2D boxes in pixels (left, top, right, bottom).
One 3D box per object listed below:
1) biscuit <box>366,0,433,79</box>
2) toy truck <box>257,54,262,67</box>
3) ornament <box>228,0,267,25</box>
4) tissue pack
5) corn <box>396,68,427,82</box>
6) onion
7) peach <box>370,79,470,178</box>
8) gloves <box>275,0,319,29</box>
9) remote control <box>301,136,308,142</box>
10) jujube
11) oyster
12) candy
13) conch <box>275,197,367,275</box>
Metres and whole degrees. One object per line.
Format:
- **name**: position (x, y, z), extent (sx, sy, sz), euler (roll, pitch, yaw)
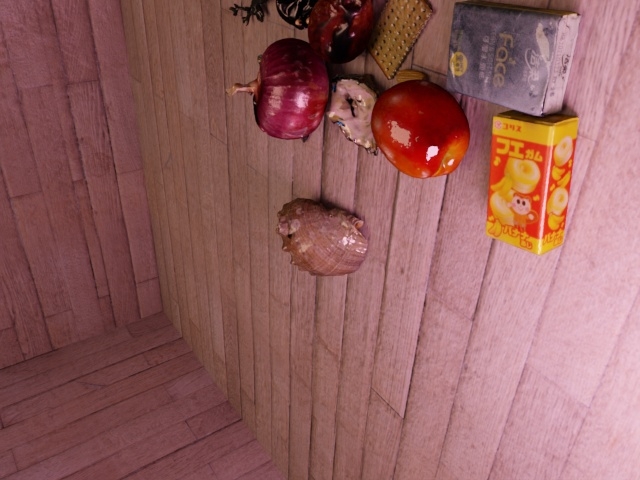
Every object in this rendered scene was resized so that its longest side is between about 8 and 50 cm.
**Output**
- **biscuit**: position (0.189, -0.519, 1.409), extent (0.139, 0.016, 0.231), euler (61, 148, 18)
- **toy truck**: position (-0.118, -0.543, 1.829), extent (0.191, 0.085, 0.116), euler (22, 129, 50)
- **ornament**: position (-0.230, -0.814, 1.859), extent (0.236, 0.080, 0.202), euler (-28, 86, 60)
- **tissue pack**: position (0.372, -0.368, 1.136), extent (0.257, 0.081, 0.185), euler (35, 135, 47)
- **corn**: position (0.223, -0.400, 1.403), extent (0.092, 0.037, 0.037), euler (31, 132, 47)
- **onion**: position (-0.084, -0.439, 1.639), extent (0.256, 0.273, 0.230), euler (59, 155, 14)
- **peach**: position (0.228, -0.256, 1.314), extent (0.200, 0.243, 0.243), euler (-39, 66, 11)
- **gloves**: position (-0.035, -0.658, 1.599), extent (0.204, 0.124, 0.164), euler (29, 147, 27)
- **remote control**: position (-0.043, -0.362, 1.875), extent (0.039, 0.014, 0.096), euler (60, 147, 18)
- **jujube**: position (0.054, -0.549, 1.445), extent (0.236, 0.168, 0.168), euler (142, 107, -75)
- **oyster**: position (0.102, -0.359, 1.579), extent (0.260, 0.092, 0.198), euler (40, 138, 28)
- **candy**: position (0.429, -0.122, 1.175), extent (0.146, 0.088, 0.275), euler (27, 129, 51)
- **conch**: position (-0.014, 0.009, 1.867), extent (0.352, 0.210, 0.296), euler (10, 129, 59)
